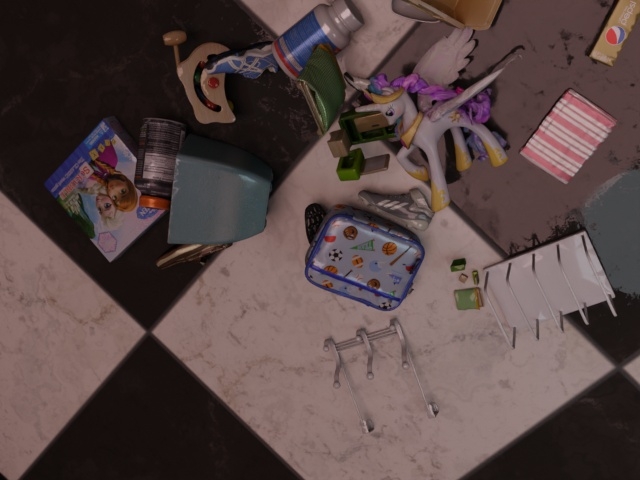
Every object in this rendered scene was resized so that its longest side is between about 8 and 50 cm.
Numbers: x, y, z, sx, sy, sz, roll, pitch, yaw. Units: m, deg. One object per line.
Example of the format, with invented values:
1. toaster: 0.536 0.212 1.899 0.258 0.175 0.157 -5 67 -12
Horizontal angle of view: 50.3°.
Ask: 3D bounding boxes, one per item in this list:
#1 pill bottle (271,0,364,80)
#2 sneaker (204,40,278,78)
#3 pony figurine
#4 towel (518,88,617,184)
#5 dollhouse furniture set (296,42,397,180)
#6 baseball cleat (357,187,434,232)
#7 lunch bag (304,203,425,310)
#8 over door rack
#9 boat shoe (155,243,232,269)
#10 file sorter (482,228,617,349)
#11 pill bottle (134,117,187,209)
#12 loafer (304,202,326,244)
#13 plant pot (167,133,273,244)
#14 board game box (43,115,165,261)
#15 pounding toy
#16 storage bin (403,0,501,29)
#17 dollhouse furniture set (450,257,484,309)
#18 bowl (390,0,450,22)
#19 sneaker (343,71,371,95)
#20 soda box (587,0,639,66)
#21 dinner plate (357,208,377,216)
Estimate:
1. pill bottle: -0.004 -0.509 1.702 0.221 0.124 0.124 -32 96 25
2. sneaker: -0.197 -0.455 1.758 0.211 0.080 0.081 -19 117 -21
3. pony figurine: 0.294 -0.300 1.596 0.351 0.303 0.363 -37 120 3
4. towel: 0.598 -0.249 1.652 0.144 0.029 0.197 35 117 4
5. dollhouse furniture set: 0.081 -0.322 1.641 0.151 0.198 0.302 -9 130 22
6. baseball cleat: 0.206 -0.106 1.811 0.205 0.072 0.110 28 100 2
7. lunch bag: 0.119 0.056 1.819 0.303 0.115 0.243 22 109 -11
8. over door rack: 0.171 0.408 1.962 0.239 0.108 0.324 -20 101 23
9. boat shoe: -0.373 0.039 2.021 0.257 0.095 0.095 -26 104 23
10. file sorter: 0.569 0.131 1.707 0.277 0.173 0.193 -24 99 24
11. pill bottle: -0.449 -0.210 1.902 0.130 0.130 0.246 7 90 15
12. loafer: 0.000 0.000 1.893 0.076 0.078 0.223 -20 109 -9
13. plant pot: -0.262 -0.127 1.855 0.252 0.248 0.247 9 111 -5
14. board game box: -0.628 -0.149 2.052 0.318 0.066 0.318 -39 93 24
15. pounding toy: -0.306 -0.453 1.848 0.154 0.155 0.270 -23 111 -6
16. storage bin: 0.294 -0.617 1.468 0.123 0.262 0.261 36 110 44
17. dollhouse furniture set: 0.389 0.127 1.825 0.076 0.058 0.152 -9 105 21
18. bowl: 0.247 -0.599 1.631 0.141 0.053 0.142 16 111 12
19. sneaker: 0.108 -0.403 1.753 0.109 0.040 0.044 36 98 0
20. soda box: 0.671 -0.487 1.528 0.058 0.061 0.181 26 113 7
21. dinner plate: 0.113 -0.021 1.886 0.141 0.017 0.141 5 108 16
